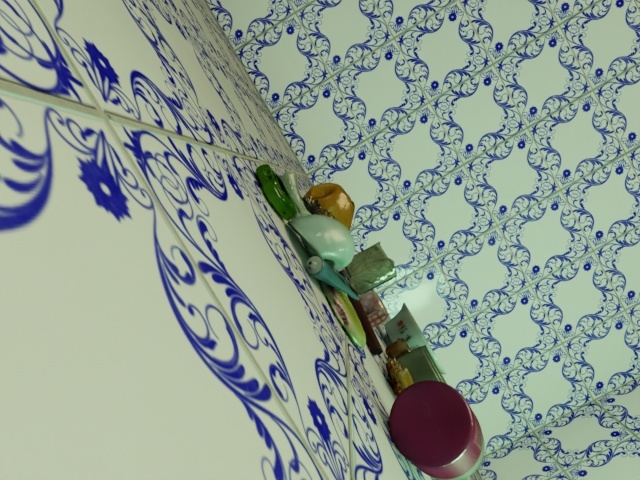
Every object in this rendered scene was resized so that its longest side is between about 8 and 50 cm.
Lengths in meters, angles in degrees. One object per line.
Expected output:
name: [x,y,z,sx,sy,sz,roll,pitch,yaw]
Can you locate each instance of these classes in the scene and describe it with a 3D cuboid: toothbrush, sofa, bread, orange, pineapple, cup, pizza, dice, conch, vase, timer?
toothbrush: [0.120,0.222,1.555,0.041,0.041,0.364,55,7,-41]
sofa: [0.202,0.112,2.021,0.176,0.210,0.225,63,6,11]
bread: [0.062,0.178,1.270,0.228,0.033,0.228,58,7,-11]
orange: [0.048,-0.122,1.962,0.249,0.183,0.249,57,7,-10]
pineapple: [-0.013,-0.082,1.675,0.198,0.108,0.108,52,1,29]
cup: [0.388,0.461,2.105,0.347,0.163,0.347,59,6,-10]
pizza: [0.235,0.422,1.455,0.199,0.062,0.188,-123,-166,-68]
dice: [0.180,0.244,1.705,0.094,0.093,0.091,53,9,-45]
conch: [0.002,-0.004,1.244,0.184,0.121,0.221,19,-10,10]
vase: [-0.074,-0.108,1.332,0.149,0.081,0.081,65,6,17]
timer: [-0.109,-0.122,1.208,0.128,0.047,0.140,53,9,-50]

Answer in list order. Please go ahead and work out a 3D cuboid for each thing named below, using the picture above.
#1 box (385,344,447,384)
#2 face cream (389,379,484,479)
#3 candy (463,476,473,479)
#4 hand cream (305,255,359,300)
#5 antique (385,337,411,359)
box: [0.336,0.479,1.591,0.226,0.149,0.226,60,5,-9]
face cream: [0.256,0.415,1.038,0.195,0.175,0.175,52,9,-48]
candy: [0.346,0.611,1.282,0.174,0.071,0.138,-114,-158,-47]
hand cream: [0.030,0.092,1.190,0.083,0.048,0.224,54,10,34]
antique: [0.345,0.513,1.787,0.310,0.093,0.087,59,5,-17]
